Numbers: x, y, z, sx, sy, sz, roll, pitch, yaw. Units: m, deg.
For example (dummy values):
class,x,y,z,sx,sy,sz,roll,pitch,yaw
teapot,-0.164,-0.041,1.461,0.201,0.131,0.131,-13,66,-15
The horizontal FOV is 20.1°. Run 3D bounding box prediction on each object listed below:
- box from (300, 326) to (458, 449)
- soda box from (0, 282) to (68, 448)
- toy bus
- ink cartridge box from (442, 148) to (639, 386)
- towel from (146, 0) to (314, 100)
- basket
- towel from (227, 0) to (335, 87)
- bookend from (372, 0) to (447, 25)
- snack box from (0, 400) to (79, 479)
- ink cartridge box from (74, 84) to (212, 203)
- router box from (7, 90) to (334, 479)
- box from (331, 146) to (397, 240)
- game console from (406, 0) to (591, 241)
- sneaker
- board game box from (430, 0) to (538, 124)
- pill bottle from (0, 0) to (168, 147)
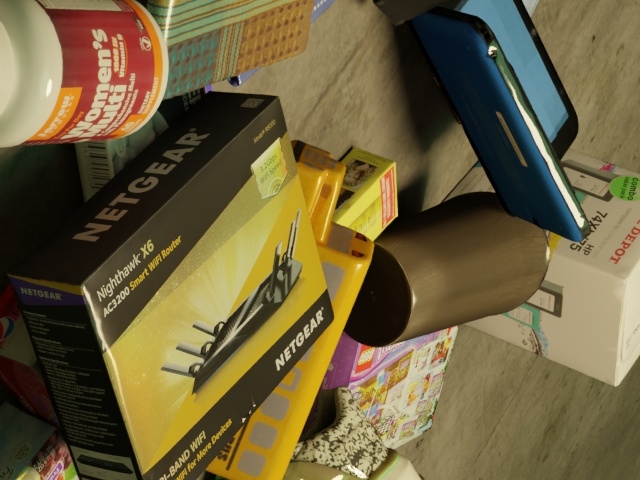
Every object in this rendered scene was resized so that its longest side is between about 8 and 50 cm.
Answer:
class,x,y,z,sx,sy,sz,roll,pitch,yaw
box,0.075,0.172,2.250,0.293,0.057,0.201,-17,126,-58
soda box,-0.199,0.139,1.602,0.092,0.083,0.263,-56,141,-24
toy bus,-0.042,0.075,1.808,0.108,0.130,0.333,-68,180,-74
ink cartridge box,0.316,0.019,2.352,0.198,0.270,0.197,-48,148,-37
towel,-0.057,-0.315,1.532,0.271,0.040,0.370,-26,133,-57
basket,0.124,0.039,2.126,0.227,0.204,0.154,-17,93,-47
towel,-0.036,-0.335,1.654,0.243,0.040,0.336,-46,146,-42
bookend,0.111,-0.333,1.883,0.157,0.156,0.072,-26,159,15
snack box,-0.282,0.273,1.617,0.174,0.070,0.207,-53,152,-25
ink cartridge box,-0.133,-0.052,1.626,0.208,0.045,0.206,-38,128,-51
router box,-0.116,0.050,1.552,0.309,0.081,0.243,-48,134,-43
box,0.000,0.000,1.966,0.232,0.058,0.087,-46,146,-38
game console,0.238,-0.179,2.045,0.173,0.250,0.293,-36,115,-12
sneaker,-0.077,0.295,2.009,0.410,0.158,0.182,-30,96,-37
board game box,0.223,-0.289,2.210,0.281,0.027,0.145,-62,156,-12
pill bottle,-0.221,-0.131,1.357,0.221,0.121,0.121,-11,120,-61
